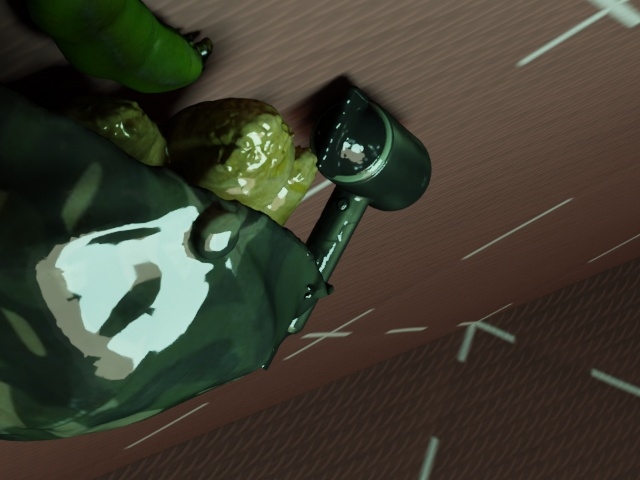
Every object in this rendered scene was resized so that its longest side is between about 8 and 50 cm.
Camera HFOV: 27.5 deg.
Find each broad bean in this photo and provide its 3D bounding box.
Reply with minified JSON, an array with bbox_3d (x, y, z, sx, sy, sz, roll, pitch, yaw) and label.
[{"bbox_3d":[-0.118,-0.122,0.735,0.065,0.046,0.254,-37,167,5],"label":"broad bean"}]

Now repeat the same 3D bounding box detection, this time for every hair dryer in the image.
[{"bbox_3d":[0.000,0.000,1.122,0.248,0.078,0.195,-64,161,1],"label":"hair dryer"}]

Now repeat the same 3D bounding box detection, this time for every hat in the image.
[{"bbox_3d":[-0.200,0.067,0.695,0.366,0.257,0.382,25,109,-37],"label":"hat"}]

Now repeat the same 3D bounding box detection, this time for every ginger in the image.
[{"bbox_3d":[-0.110,-0.049,0.933,0.236,0.166,0.375,-54,170,32],"label":"ginger"}]
